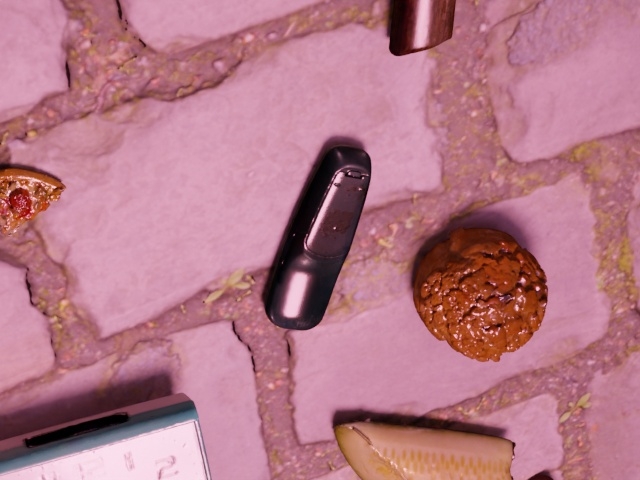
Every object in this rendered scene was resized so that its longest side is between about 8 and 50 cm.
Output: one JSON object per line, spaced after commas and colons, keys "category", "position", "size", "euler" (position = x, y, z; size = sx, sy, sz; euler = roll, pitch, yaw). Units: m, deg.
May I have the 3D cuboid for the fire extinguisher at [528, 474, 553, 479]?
{"category": "fire extinguisher", "position": [0.304, 0.372, 2.046], "size": [0.078, 0.045, 0.157], "euler": [-15, 130, 20]}

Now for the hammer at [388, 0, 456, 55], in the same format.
{"category": "hammer", "position": [0.120, -0.362, 1.498], "size": [0.242, 0.095, 0.409], "euler": [-9, 124, -18]}

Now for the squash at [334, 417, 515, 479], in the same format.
{"category": "squash", "position": [0.111, 0.313, 1.885], "size": [0.252, 0.093, 0.169], "euler": [10, 70, -28]}

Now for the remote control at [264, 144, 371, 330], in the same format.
{"category": "remote control", "position": [0.000, 0.000, 1.690], "size": [0.072, 0.042, 0.222], "euler": [9, 115, -25]}

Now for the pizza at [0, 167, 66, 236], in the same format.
{"category": "pizza", "position": [-0.297, -0.034, 1.555], "size": [0.083, 0.025, 0.078], "euler": [4, 115, -26]}

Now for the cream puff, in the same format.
{"category": "cream puff", "position": [0.185, 0.066, 1.763], "size": [0.165, 0.115, 0.150], "euler": [0, 115, -22]}

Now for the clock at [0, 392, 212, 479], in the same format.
{"category": "clock", "position": [-0.251, 0.299, 1.719], "size": [0.262, 0.116, 0.231], "euler": [-15, 111, -16]}
